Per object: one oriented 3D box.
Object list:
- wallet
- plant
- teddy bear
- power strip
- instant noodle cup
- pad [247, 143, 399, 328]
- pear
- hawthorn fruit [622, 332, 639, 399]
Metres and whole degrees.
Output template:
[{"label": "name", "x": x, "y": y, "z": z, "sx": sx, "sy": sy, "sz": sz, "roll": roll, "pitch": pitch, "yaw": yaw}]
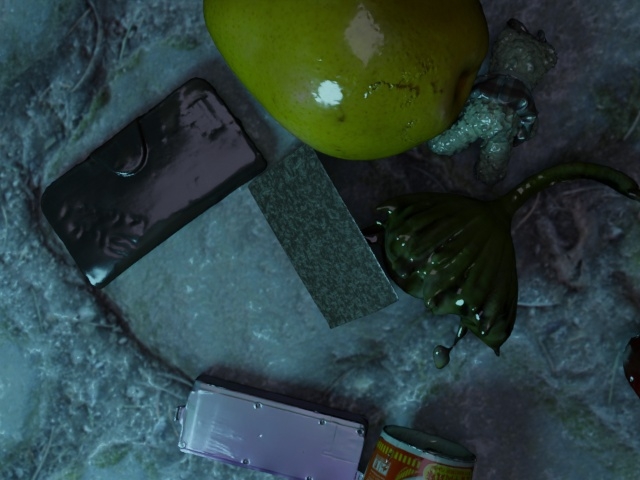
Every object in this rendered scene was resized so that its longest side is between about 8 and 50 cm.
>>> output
[{"label": "wallet", "x": -0.239, "y": -0.081, "z": 1.163, "sx": 0.309, "sy": 0.042, "sz": 0.165, "roll": -35, "pitch": 93, "yaw": 8}, {"label": "plant", "x": 0.218, "y": -0.023, "z": 1.098, "sx": 0.251, "sy": 0.180, "sz": 0.333, "roll": 47, "pitch": 72, "yaw": -13}, {"label": "teddy bear", "x": 0.227, "y": -0.183, "z": 1.067, "sx": 0.133, "sy": 0.111, "sz": 0.213, "roll": 27, "pitch": 99, "yaw": -1}, {"label": "power strip", "x": -0.068, "y": 0.273, "z": 1.180, "sx": 0.279, "sy": 0.037, "sz": 0.109, "roll": 13, "pitch": 96, "yaw": 5}, {"label": "instant noodle cup", "x": 0.115, "y": 0.367, "z": 1.107, "sx": 0.193, "sy": 0.193, "sz": 0.212, "roll": 16, "pitch": 89, "yaw": 4}, {"label": "pad", "x": 0.000, "y": 0.000, "z": 1.112, "sx": 0.158, "sy": 0.003, "sz": 0.235, "roll": -29, "pitch": 92, "yaw": 50}, {"label": "pear", "x": 0.030, "y": -0.248, "z": 0.999, "sx": 0.336, "sy": 0.285, "sz": 0.285, "roll": 40, "pitch": 98, "yaw": 4}, {"label": "hawthorn fruit", "x": 0.475, "y": 0.179, "z": 1.063, "sx": 0.148, "sy": 0.148, "sz": 0.172, "roll": -26, "pitch": 103, "yaw": 8}]
